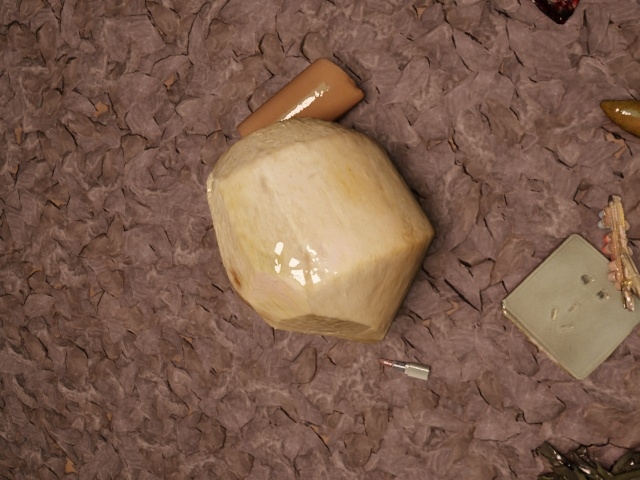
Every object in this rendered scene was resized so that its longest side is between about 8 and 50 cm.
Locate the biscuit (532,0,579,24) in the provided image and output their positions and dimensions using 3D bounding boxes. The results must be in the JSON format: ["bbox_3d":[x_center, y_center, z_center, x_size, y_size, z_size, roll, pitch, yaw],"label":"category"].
[{"bbox_3d":[0.442,-0.530,0.770,0.151,0.063,0.235,34,104,11],"label":"biscuit"}]

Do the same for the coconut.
[{"bbox_3d":[0.000,0.000,0.762,0.345,0.415,0.415,-30,86,36],"label":"coconut"}]

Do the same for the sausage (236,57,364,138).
[{"bbox_3d":[-0.043,-0.262,0.888,0.253,0.123,0.123,-35,85,13],"label":"sausage"}]

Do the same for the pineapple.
[{"bbox_3d":[0.569,0.431,0.755,0.365,0.165,0.165,-10,91,15],"label":"pineapple"}]

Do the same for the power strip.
[{"bbox_3d":[0.469,0.123,0.809,0.213,0.064,0.198,-44,81,-1],"label":"power strip"}]

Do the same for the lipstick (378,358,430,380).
[{"bbox_3d":[0.176,0.269,0.917,0.107,0.025,0.025,8,96,20],"label":"lipstick"}]

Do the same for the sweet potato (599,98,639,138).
[{"bbox_3d":[0.642,-0.147,0.743,0.346,0.079,0.108,47,116,2],"label":"sweet potato"}]

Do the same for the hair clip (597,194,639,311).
[{"bbox_3d":[0.530,0.021,0.766,0.063,0.056,0.213,11,61,-13],"label":"hair clip"}]
